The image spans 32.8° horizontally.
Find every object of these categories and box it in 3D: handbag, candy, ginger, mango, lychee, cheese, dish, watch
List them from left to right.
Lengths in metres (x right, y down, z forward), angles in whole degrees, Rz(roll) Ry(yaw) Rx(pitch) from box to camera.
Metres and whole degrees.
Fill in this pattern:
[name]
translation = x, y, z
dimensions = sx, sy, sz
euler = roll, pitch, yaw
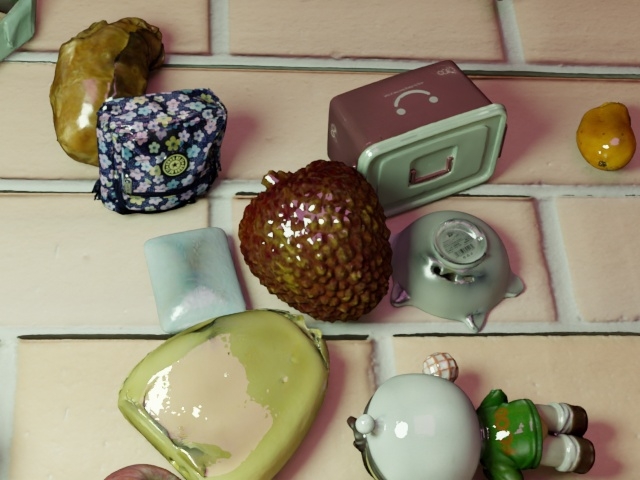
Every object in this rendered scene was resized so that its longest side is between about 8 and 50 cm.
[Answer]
[watch]
translation = -0.643, -0.412, 1.944
dimensions = 0.254, 0.161, 0.241
euler = 15, 50, 2
[ginger]
translation = -0.369, -0.281, 1.878
dimensions = 0.165, 0.172, 0.321
euler = -7, 50, 35
[handbag]
translation = -0.261, -0.138, 1.775
dimensions = 0.229, 0.207, 0.126
euler = -13, 45, -22
[candy]
translation = -0.200, 0.060, 1.729
dimensions = 0.138, 0.071, 0.174
euler = -11, 59, -13
[cheese]
translation = -0.123, 0.218, 1.610
dimensions = 0.259, 0.128, 0.316
euler = 44, 64, 8
[lychee]
translation = 0.000, 0.000, 1.703
dimensions = 0.236, 0.236, 0.271
euler = -41, 96, -27
[dish]
translation = 0.222, 0.033, 1.786
dimensions = 0.237, 0.086, 0.227
euler = -2, 58, -7
[mango]
translation = 0.516, -0.186, 1.969
dimensions = 0.105, 0.084, 0.159
euler = 1, 35, 13

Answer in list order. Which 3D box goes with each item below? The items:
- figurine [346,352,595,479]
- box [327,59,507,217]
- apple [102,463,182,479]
[figurine]
translation = 0.215, 0.287, 1.580
dimensions = 0.370, 0.167, 0.281
euler = 4, 61, -14
[box]
translation = 0.154, -0.176, 1.861
dimensions = 0.294, 0.193, 0.167
euler = -19, 53, -17
[apple]
translation = -0.241, 0.377, 1.476
dimensions = 0.153, 0.153, 0.120
euler = 29, 101, 12
